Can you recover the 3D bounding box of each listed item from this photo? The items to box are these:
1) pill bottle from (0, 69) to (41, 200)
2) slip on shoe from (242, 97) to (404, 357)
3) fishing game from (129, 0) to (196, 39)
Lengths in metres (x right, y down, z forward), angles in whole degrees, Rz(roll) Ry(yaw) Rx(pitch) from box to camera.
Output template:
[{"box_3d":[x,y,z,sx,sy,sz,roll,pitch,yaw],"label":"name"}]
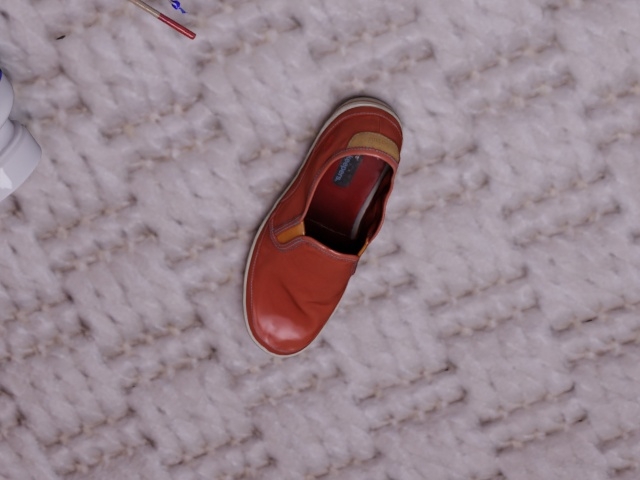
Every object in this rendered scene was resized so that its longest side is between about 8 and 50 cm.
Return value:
[{"box_3d":[-0.414,-0.159,1.950,0.152,0.152,0.272,-29,117,15],"label":"pill bottle"},{"box_3d":[0.000,0.000,2.086,0.123,0.101,0.331,19,120,-14],"label":"slip on shoe"},{"box_3d":[-0.122,-0.345,1.915,0.189,0.041,0.264,29,107,-18],"label":"fishing game"}]
